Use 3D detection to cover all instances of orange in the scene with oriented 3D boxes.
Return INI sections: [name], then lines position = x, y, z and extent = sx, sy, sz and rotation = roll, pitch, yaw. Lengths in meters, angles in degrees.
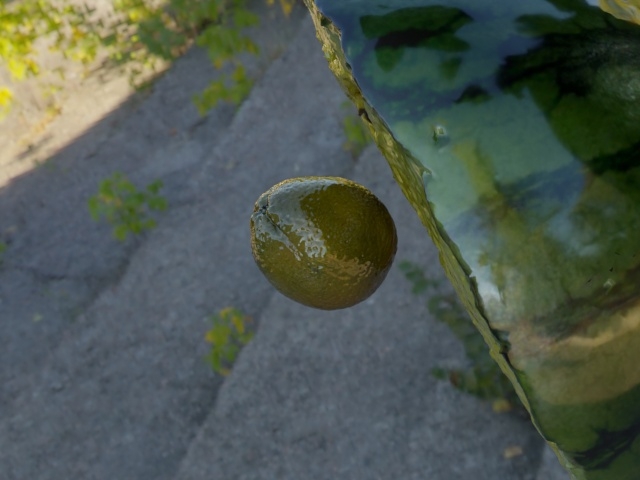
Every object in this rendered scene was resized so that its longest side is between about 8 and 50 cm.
[orange]
position = 0.000, 0.000, 0.723
extent = 0.085, 0.095, 0.085
rotation = -36, 42, 42

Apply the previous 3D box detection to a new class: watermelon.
[watermelon]
position = 0.130, -0.041, 0.616
extent = 0.189, 0.331, 0.331
rotation = -26, 30, 0
